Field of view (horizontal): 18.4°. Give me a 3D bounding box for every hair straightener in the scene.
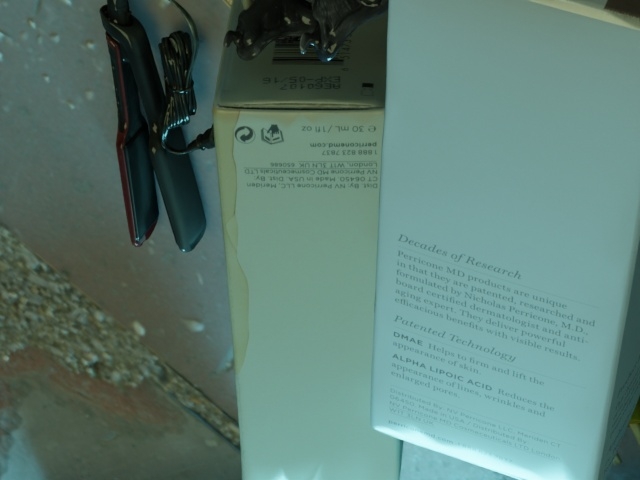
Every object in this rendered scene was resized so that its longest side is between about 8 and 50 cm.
[{"bbox_3d":[-0.101,-0.093,1.386,0.089,0.047,0.230,9,121,21],"label":"hair straightener"}]

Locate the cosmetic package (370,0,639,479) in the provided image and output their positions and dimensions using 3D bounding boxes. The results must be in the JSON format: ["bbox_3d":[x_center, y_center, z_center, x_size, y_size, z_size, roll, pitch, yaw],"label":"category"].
[{"bbox_3d":[0.138,-0.058,1.134,0.156,0.217,0.385,16,137,16],"label":"cosmetic package"}]

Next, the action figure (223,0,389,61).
[{"bbox_3d":[-0.074,-0.228,1.121,0.276,0.141,0.164,44,157,-19],"label":"action figure"}]

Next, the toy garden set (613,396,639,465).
[{"bbox_3d":[0.284,0.144,1.352,0.204,0.049,0.244,-18,113,33],"label":"toy garden set"}]

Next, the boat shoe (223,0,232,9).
[{"bbox_3d":[-0.078,-0.203,1.279,0.063,0.059,0.170,-21,111,35],"label":"boat shoe"}]

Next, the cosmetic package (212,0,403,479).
[{"bbox_3d":[0.000,0.000,1.296,0.113,0.160,0.309,1,126,4],"label":"cosmetic package"}]
